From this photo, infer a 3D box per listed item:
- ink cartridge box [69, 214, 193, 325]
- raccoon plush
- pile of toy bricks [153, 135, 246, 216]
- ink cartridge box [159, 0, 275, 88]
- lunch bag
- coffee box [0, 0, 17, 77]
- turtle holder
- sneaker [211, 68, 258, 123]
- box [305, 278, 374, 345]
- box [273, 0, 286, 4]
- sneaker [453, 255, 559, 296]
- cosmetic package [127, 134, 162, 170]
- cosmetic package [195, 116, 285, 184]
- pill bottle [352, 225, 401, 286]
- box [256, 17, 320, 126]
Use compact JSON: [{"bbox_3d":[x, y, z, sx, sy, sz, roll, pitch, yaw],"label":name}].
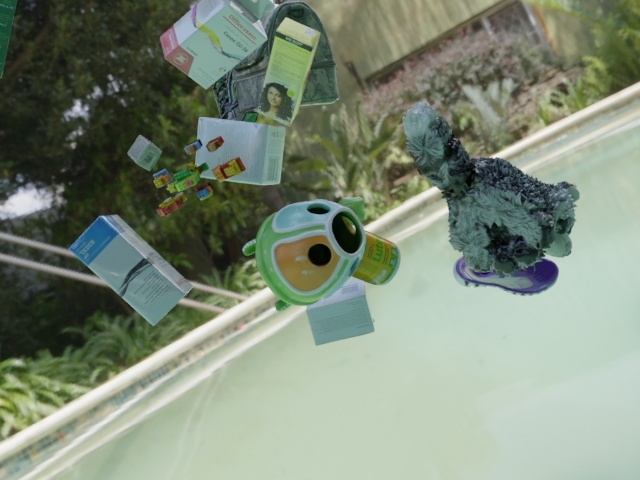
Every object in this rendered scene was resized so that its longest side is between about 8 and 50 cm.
[{"bbox_3d":[-0.517,0.078,2.064,0.129,0.307,0.223,-47,4,-1],"label":"ink cartridge box"},{"bbox_3d":[0.390,-0.138,1.556,0.216,0.446,0.299,-16,16,39],"label":"raccoon plush"},{"bbox_3d":[-0.275,-0.131,1.568,0.212,0.118,0.105,-24,21,14],"label":"pile of toy bricks"},{"bbox_3d":[-0.182,-0.384,1.364,0.198,0.067,0.115,-35,-38,20],"label":"ink cartridge box"},{"bbox_3d":[-0.105,-0.467,1.915,0.213,0.256,0.305,-9,9,-24],"label":"lunch bag"},{"bbox_3d":[-0.667,-0.435,1.515,0.040,0.184,0.113,4,21,-42],"label":"coffee box"},{"bbox_3d":[0.002,0.018,1.766,0.227,0.243,0.320,-27,-15,37],"label":"turtle holder"},{"bbox_3d":[-0.266,-0.414,2.119,0.134,0.343,0.146,-23,-37,36],"label":"sneaker"},{"bbox_3d":[0.058,0.207,2.192,0.182,0.119,0.181,-14,14,5],"label":"box"},{"bbox_3d":[-0.111,-0.788,2.218,0.027,0.137,0.094,25,47,38],"label":"box"},{"bbox_3d":[0.422,0.064,1.686,0.236,0.095,0.104,4,-23,10],"label":"sneaker"},{"bbox_3d":[-0.428,-0.214,1.803,0.060,0.041,0.115,-55,30,3],"label":"cosmetic package"},{"bbox_3d":[-0.202,-0.226,1.878,0.184,0.151,0.151,8,7,13],"label":"cosmetic package"},{"bbox_3d":[0.094,0.031,2.084,0.246,0.136,0.136,22,-29,-31],"label":"pill bottle"},{"bbox_3d":[-0.070,-0.356,1.595,0.232,0.087,0.058,110,-176,-50],"label":"box"}]
